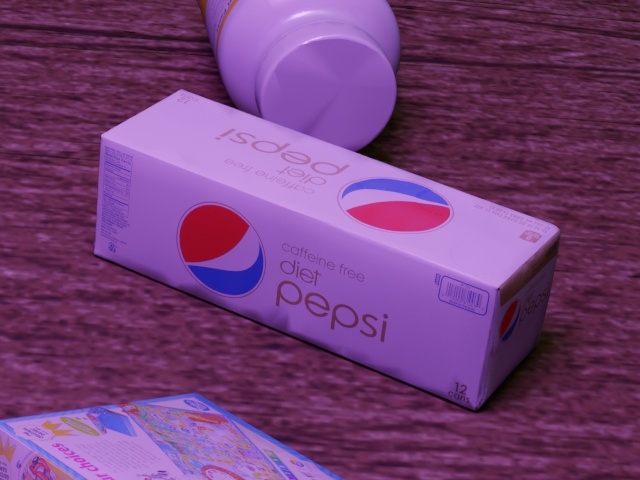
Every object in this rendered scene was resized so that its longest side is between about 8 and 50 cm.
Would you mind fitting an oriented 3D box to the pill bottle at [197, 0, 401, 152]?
[{"bbox_3d":[-0.012,-0.121,1.074,0.103,0.103,0.184,0,31,-13],"label":"pill bottle"}]

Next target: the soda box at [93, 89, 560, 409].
[{"bbox_3d":[0.000,0.000,0.902,0.216,0.069,0.074,22,33,22],"label":"soda box"}]

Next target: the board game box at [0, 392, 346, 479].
[{"bbox_3d":[-0.043,0.101,0.714,0.103,0.026,0.154,-3,19,-41],"label":"board game box"}]
